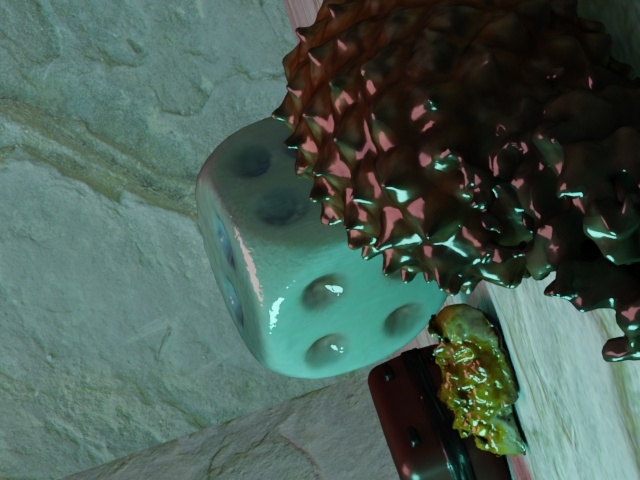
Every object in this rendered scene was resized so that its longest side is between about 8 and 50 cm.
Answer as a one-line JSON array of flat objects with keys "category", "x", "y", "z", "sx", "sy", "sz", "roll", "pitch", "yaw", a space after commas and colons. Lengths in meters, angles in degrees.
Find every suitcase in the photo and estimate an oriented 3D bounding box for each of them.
[{"category": "suitcase", "x": 0.194, "y": 0.332, "z": 1.468, "sx": 0.297, "sy": 0.161, "sz": 0.236, "roll": -113, "pitch": 2, "yaw": -63}]

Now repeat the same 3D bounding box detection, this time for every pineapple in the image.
[{"category": "pineapple", "x": 0.088, "y": -0.039, "z": 0.389, "sx": 0.361, "sy": 0.175, "sz": 0.175, "roll": -137, "pitch": 27, "yaw": -69}]

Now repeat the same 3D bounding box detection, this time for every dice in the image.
[{"category": "dice", "x": 0.000, "y": 0.000, "z": 1.189, "sx": 0.262, "sy": 0.268, "sz": 0.264, "roll": 86, "pitch": 159, "yaw": -46}]

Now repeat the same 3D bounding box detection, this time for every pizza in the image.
[{"category": "pizza", "x": 0.184, "y": 0.177, "z": 1.108, "sx": 0.305, "sy": 0.086, "sz": 0.161, "roll": 70, "pitch": 180, "yaw": -49}]
